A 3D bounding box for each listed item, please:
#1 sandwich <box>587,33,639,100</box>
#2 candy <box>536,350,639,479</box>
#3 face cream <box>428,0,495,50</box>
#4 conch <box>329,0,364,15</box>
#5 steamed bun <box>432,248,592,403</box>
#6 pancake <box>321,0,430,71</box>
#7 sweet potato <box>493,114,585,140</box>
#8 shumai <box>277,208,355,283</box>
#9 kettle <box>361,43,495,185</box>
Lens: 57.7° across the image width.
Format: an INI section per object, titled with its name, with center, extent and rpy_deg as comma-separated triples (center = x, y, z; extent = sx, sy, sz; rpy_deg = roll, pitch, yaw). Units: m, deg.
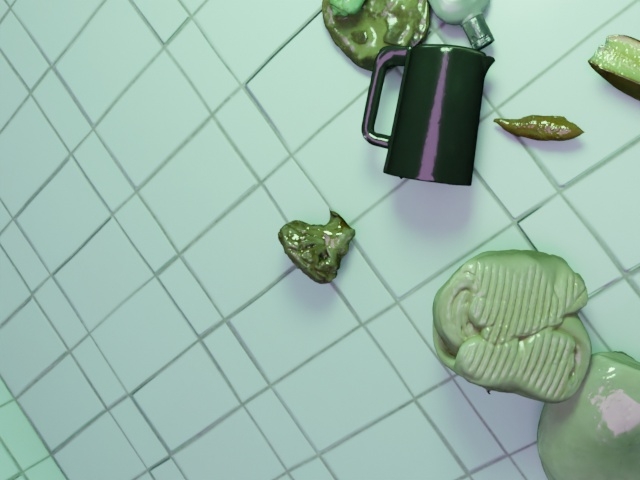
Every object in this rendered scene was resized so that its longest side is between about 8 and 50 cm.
[sandwich]
center = 0.709, -0.352, 1.242
extent = 0.258, 0.096, 0.094
rpy_deg = 34, 104, 15
[candy]
center = 0.704, 0.470, 1.352
extent = 0.386, 0.186, 0.427
rpy_deg = 28, 113, 11
[face cream]
center = 0.321, -0.585, 1.357
extent = 0.144, 0.071, 0.291
rpy_deg = -28, 90, 1
[conch]
center = 0.078, -0.624, 1.415
extent = 0.105, 0.079, 0.170
rpy_deg = 41, 94, 8
[steamed bun]
center = 0.425, 0.183, 1.369
extent = 0.367, 0.255, 0.343
rpy_deg = 14, 87, -10
[pancake]
center = 0.146, -0.573, 1.454
extent = 0.294, 0.049, 0.295
rpy_deg = 4, 99, 24
[sweet potato]
center = 0.509, -0.266, 1.361
extent = 0.205, 0.060, 0.068
rpy_deg = 10, 66, 21
[shumai]
center = 0.000, 0.000, 1.563
extent = 0.175, 0.166, 0.206
rpy_deg = -43, 107, 14
[kettle]
center = 0.258, -0.299, 1.394
extent = 0.262, 0.203, 0.308
rpy_deg = 17, 104, 45
